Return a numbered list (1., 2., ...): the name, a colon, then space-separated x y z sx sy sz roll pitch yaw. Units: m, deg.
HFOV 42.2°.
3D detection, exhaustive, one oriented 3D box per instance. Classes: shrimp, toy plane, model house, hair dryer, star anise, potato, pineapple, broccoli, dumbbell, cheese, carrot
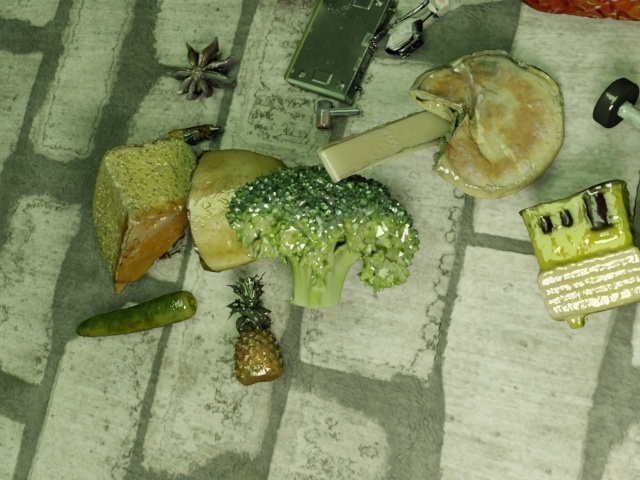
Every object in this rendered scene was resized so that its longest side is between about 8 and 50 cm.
1. shrimp: -0.324 -0.213 2.049 0.195 0.035 0.148 -9 71 29
2. toy plane: 0.204 -0.472 1.832 0.197 0.053 0.078 -38 77 9
3. model house: 0.494 0.032 1.512 0.193 0.175 0.234 -17 80 21
4. hair dryer: 0.045 -0.287 1.886 0.114 0.037 0.063 0 78 19
5. star anise: -0.295 -0.424 2.076 0.204 0.061 0.181 -9 72 25
6. potato: -0.165 -0.079 1.840 0.242 0.242 0.285 -9 59 25
7. pineapple: -0.151 0.191 1.818 0.125 0.125 0.251 -22 62 21
8. broccoli: 0.016 -0.019 1.665 0.338 0.317 0.277 -33 30 -15
9. dumbbell: 0.609 -0.215 1.540 0.191 0.100 0.100 43 97 29
10. cheese: 0.176 -0.210 1.659 0.400 0.034 0.085 -22 66 -26
11. carrot: -0.453 0.187 1.992 0.358 0.074 0.074 -15 70 24

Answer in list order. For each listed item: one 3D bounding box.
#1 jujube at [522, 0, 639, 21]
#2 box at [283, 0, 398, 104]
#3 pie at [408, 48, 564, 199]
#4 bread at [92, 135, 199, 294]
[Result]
1. jujube: 0.529 -0.534 1.622 0.342 0.216 0.216 20 86 18
2. box: 0.048 -0.463 1.922 0.211 0.045 0.270 25 89 31
3. pie: 0.338 -0.236 1.643 0.337 0.075 0.337 2 69 -6
4. bread: -0.410 -0.064 2.026 0.279 0.315 0.248 -23 67 -24
